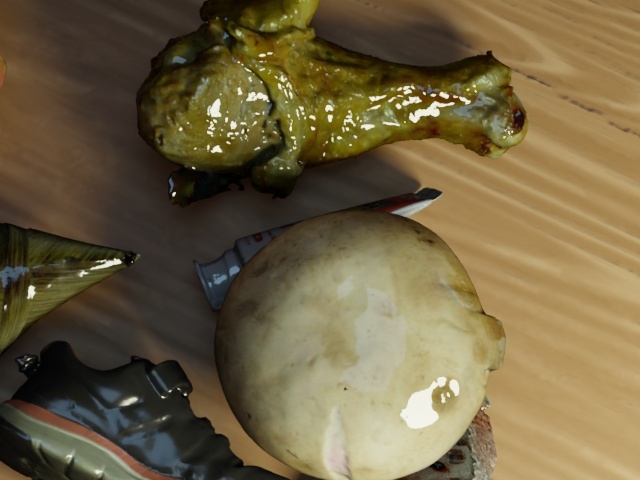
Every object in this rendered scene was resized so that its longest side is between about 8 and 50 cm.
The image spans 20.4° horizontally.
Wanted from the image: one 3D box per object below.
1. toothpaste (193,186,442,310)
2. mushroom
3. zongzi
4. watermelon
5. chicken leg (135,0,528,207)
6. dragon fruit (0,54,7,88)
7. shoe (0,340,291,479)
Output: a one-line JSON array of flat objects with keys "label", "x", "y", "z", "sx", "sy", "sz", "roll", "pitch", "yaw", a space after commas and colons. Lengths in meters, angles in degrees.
[{"label": "toothpaste", "x": 0.000, "y": 0.000, "z": 1.640, "sx": 0.234, "sy": 0.089, "sz": 0.057, "roll": -21, "pitch": 98, "yaw": -5}, {"label": "mushroom", "x": 0.035, "y": 0.095, "z": 1.548, "sx": 0.255, "sy": 0.184, "sz": 0.254, "roll": 0, "pitch": 69, "yaw": 0}, {"label": "zongzi", "x": -0.298, "y": 0.089, "z": 1.564, "sx": 0.242, "sy": 0.112, "sz": 0.221, "roll": 11, "pitch": 75, "yaw": 5}, {"label": "watermelon", "x": 0.099, "y": 0.209, "z": 1.581, "sx": 0.187, "sy": 0.139, "sz": 0.071, "roll": -47, "pitch": 126, "yaw": -14}, {"label": "chicken leg", "x": 0.001, "y": -0.153, "z": 1.649, "sx": 0.361, "sy": 0.140, "sz": 0.211, "roll": -12, "pitch": 99, "yaw": -18}, {"label": "dragon fruit", "x": -0.417, "y": -0.171, "z": 1.542, "sx": 0.291, "sy": 0.189, "sz": 0.290, "roll": -3, "pitch": 104, "yaw": -12}, {"label": "shoe", "x": -0.150, "y": 0.174, "z": 1.574, "sx": 0.291, "sy": 0.114, "sz": 0.137, "roll": 22, "pitch": 61, "yaw": -6}]
